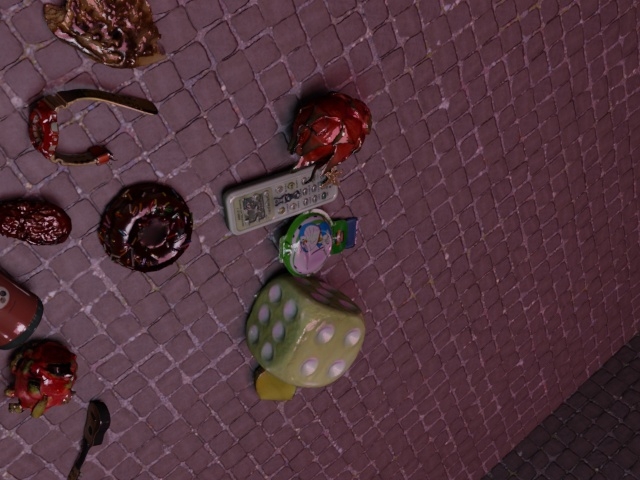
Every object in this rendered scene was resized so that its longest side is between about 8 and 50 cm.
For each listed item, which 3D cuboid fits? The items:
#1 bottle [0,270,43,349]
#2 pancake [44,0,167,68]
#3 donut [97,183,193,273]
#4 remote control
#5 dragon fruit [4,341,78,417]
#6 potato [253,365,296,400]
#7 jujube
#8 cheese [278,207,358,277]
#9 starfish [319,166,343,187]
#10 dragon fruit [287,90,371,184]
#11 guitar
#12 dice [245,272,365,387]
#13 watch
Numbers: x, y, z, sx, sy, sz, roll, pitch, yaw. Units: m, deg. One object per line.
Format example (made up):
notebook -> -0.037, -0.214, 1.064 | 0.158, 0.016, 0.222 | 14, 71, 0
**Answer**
bottle -> -0.754, 0.091, 1.546 | 0.144, 0.144, 0.336 | -44, 131, -8
pancake -> -0.451, -0.449, 1.523 | 0.212, 0.056, 0.257 | -39, 124, -22
donut -> -0.412, -0.021, 1.770 | 0.235, 0.089, 0.235 | -19, 125, -29
remote control -> -0.104, -0.123, 1.952 | 0.335, 0.065, 0.128 | -21, 127, -26
dragon fruit -> -0.665, 0.338, 1.743 | 0.172, 0.160, 0.166 | -65, 174, 16
potato -> -0.144, 0.435, 2.247 | 0.119, 0.054, 0.198 | -54, 137, 1
jujube -> -0.629, -0.043, 1.595 | 0.166, 0.104, 0.104 | 18, 104, -27
cheese -> 0.000, 0.000, 2.083 | 0.320, 0.083, 0.204 | -13, 114, -43
starfish -> 0.031, -0.168, 1.975 | 0.092, 0.016, 0.086 | -44, 133, -23
dragon fruit -> 0.015, -0.273, 1.874 | 0.274, 0.192, 0.193 | -35, 125, -12
guitar -> -0.621, 0.551, 1.955 | 0.038, 0.084, 0.271 | 6, 117, -40
dice -> -0.044, 0.253, 2.079 | 0.249, 0.254, 0.252 | 18, 104, -41
watch -> -0.494, -0.243, 1.594 | 0.268, 0.102, 0.165 | 0, 122, -46
